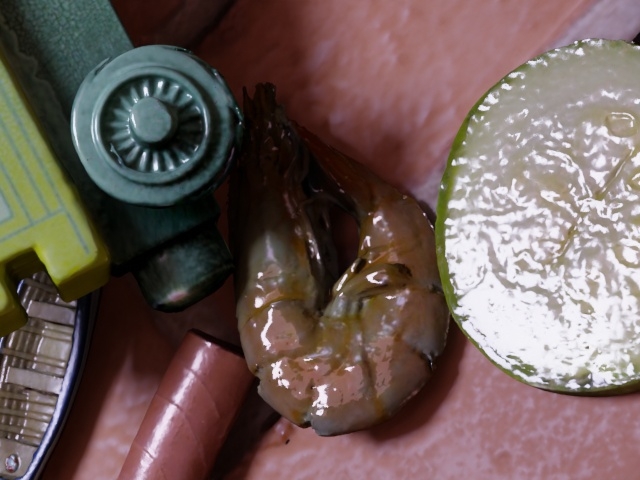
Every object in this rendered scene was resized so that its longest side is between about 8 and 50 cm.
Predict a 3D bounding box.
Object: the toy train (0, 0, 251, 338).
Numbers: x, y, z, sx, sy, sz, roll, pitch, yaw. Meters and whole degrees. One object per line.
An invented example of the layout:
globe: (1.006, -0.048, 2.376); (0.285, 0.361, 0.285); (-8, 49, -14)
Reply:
toy train: (-0.237, -0.127, 1.130); (0.272, 0.179, 0.442); (-28, 86, -9)

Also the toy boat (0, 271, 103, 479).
toy boat: (-0.194, 0.069, 1.262); (0.080, 0.046, 0.229); (8, 80, 35)

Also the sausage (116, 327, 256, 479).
sausage: (-0.097, 0.146, 1.169); (0.065, 0.065, 0.169); (24, 89, 36)

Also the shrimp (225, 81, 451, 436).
shrimp: (0.000, 0.000, 1.149); (0.145, 0.061, 0.267); (-26, 57, 11)

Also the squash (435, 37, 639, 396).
squash: (0.168, -0.014, 1.053); (0.219, 0.041, 0.219); (-10, 71, 31)
